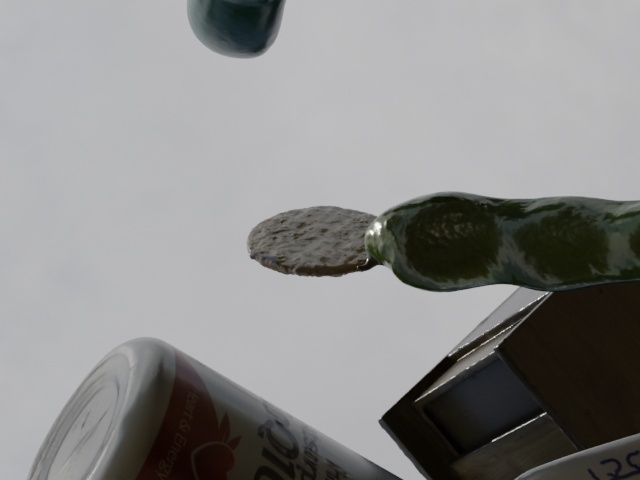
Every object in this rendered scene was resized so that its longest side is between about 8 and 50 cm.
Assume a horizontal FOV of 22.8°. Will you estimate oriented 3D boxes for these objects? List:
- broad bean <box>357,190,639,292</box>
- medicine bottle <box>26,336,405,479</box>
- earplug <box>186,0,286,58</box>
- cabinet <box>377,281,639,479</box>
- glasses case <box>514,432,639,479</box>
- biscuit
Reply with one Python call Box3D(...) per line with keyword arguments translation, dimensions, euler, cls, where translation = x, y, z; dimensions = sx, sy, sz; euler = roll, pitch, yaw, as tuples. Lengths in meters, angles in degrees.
Box3D(translation=(0.134, -0.002, 0.772), dimensions=(0.053, 0.256, 0.052), euler=(60, -140, -34), cls="broad bean")
Box3D(translation=(-0.031, 0.191, 0.993), dimensions=(0.288, 0.157, 0.157), euler=(32, -113, -20), cls="medicine bottle")
Box3D(translation=(0.005, -0.231, 0.949), dimensions=(0.257, 0.280, 0.164), euler=(33, -152, -57), cls="earplug")
Box3D(translation=(0.190, 0.101, 1.147), dimensions=(0.215, 0.175, 0.148), euler=(-38, -92, -36), cls="cabinet")
Box3D(translation=(0.181, 0.130, 0.787), dimensions=(0.197, 0.049, 0.076), euler=(-13, -120, -14), cls="glasses case")
Box3D(translation=(0.000, 0.000, 1.246), dimensions=(0.120, 0.120, 0.015), euler=(-19, -60, -31), cls="biscuit")
